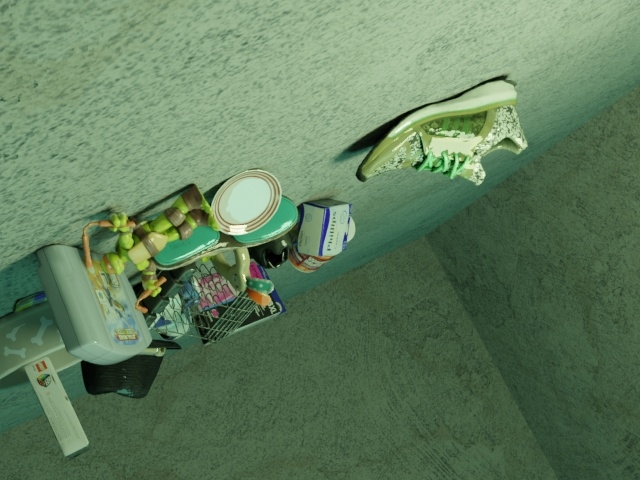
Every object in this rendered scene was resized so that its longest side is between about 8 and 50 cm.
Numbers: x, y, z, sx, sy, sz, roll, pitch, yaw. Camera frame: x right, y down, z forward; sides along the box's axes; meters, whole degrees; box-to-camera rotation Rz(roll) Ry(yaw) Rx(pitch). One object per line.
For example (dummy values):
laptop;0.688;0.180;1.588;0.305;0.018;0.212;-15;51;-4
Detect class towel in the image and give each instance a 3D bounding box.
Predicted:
towel;-0.540;0.113;1.367;0.083;0.009;0.060;-21;169;-38

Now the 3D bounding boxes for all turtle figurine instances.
turtle figurine;-0.281;0.004;1.212;0.217;0.087;0.269;-33;145;-13

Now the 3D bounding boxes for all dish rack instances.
dish rack;-0.271;0.136;1.641;0.208;0.074;0.272;-48;140;18

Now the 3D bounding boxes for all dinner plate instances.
dinner plate;-0.137;-0.071;1.311;0.141;0.017;0.141;-21;136;-22

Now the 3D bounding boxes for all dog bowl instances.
dog bowl;-0.591;0.219;1.544;0.349;0.102;0.349;-28;172;-4

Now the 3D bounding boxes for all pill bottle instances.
pill bottle;0.000;0.000;2.012;0.121;0.121;0.221;-22;170;-35

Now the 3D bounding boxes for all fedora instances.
fedora;-0.519;0.327;1.863;0.334;0.152;0.334;4;170;1

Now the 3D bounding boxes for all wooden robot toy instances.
wooden robot toy;-0.096;-0.022;1.855;0.173;0.076;0.079;-38;-158;51

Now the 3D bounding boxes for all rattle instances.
rattle;-0.204;0.065;1.484;0.130;0.199;0.143;-34;170;35

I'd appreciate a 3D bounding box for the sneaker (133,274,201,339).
sneaker;-0.413;0.166;1.768;0.182;0.127;0.315;-20;162;-25

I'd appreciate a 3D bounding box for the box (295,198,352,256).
box;0.010;-0.033;1.787;0.072;0.126;0.137;15;-165;29

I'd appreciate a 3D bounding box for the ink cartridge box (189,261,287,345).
ink cartridge box;-0.236;0.170;2.105;0.069;0.175;0.371;-34;170;34

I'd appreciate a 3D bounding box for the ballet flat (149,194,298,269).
ballet flat;-0.198;-0.022;1.385;0.316;0.107;0.106;-15;180;-26

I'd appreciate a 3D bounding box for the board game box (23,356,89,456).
board game box;-0.549;0.361;1.520;0.053;0.192;0.305;-25;171;-22

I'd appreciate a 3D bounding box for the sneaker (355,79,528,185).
sneaker;0.271;-0.190;1.497;0.411;0.182;0.158;-25;172;-14

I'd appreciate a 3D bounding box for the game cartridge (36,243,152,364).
game cartridge;-0.380;0.116;1.249;0.062;0.198;0.297;-28;172;1

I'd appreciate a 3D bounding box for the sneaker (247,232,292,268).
sneaker;-0.133;0.013;1.641;0.109;0.130;0.286;-27;173;-16
